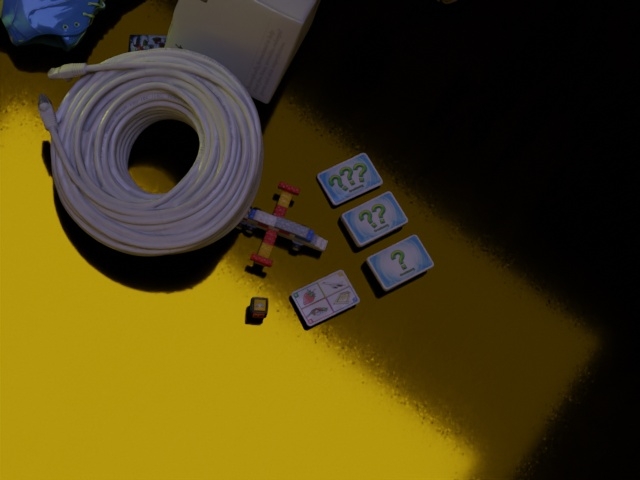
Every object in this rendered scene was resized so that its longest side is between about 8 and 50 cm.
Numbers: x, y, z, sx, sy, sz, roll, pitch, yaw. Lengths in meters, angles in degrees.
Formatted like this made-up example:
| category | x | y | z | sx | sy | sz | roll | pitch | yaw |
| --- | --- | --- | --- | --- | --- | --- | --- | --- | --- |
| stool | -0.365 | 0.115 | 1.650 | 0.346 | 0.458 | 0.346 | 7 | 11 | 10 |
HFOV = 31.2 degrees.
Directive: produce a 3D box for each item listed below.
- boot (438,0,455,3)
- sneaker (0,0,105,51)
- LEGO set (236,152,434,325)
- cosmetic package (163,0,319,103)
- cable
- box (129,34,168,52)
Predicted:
| category | x | y | z | sx | sy | sz | roll | pitch | yaw |
| --- | --- | --- | --- | --- | --- | --- | --- | --- | --- |
| boot | 0.116 | -0.413 | 1.569 | 0.262 | 0.095 | 0.203 | -24 | 80 | -22 |
| sneaker | -0.304 | -0.311 | 1.462 | 0.240 | 0.091 | 0.126 | -20 | 95 | -18 |
| LEGO set | 0.000 | 0.000 | 1.427 | 0.244 | 0.060 | 0.182 | -25 | 75 | -18 |
| cosmetic package | -0.082 | -0.304 | 1.433 | 0.151 | 0.151 | 0.183 | 26 | 51 | -3 |
| cable | -0.194 | -0.104 | 1.371 | 0.257 | 0.089 | 0.257 | -12 | 78 | 3 |
| box | -0.177 | -0.217 | 1.475 | 0.137 | 0.027 | 0.094 | -2 | 73 | -13 |
